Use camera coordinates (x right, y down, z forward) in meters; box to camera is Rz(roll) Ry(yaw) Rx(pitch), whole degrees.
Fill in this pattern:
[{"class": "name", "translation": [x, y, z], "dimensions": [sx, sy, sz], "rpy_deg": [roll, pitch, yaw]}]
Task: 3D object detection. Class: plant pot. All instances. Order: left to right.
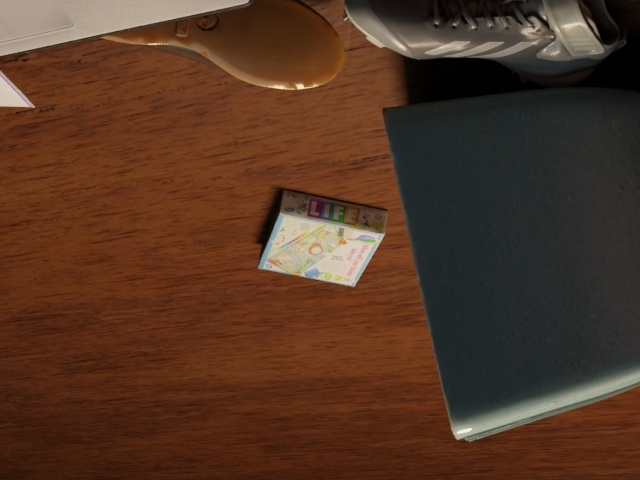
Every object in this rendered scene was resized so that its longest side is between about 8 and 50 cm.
[{"class": "plant pot", "translation": [0.204, 0.007, 1.354], "dimensions": [0.252, 0.247, 0.247], "rpy_deg": [-13, 172, 7]}]

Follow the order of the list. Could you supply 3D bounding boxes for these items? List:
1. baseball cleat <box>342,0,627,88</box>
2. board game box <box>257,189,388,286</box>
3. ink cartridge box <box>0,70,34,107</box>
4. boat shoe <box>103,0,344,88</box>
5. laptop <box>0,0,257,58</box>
[{"class": "baseball cleat", "translation": [0.123, -0.166, 1.244], "dimensions": [0.206, 0.072, 0.109], "rpy_deg": [9, 154, -27]}, {"class": "board game box", "translation": [0.000, 0.000, 1.733], "dimensions": [0.103, 0.026, 0.154], "rpy_deg": [12, 158, -6]}, {"class": "ink cartridge box", "translation": [-0.366, -0.170, 1.435], "dimensions": [0.208, 0.045, 0.206], "rpy_deg": [1, 157, 21]}, {"class": "boat shoe", "translation": [-0.083, -0.168, 1.314], "dimensions": [0.207, 0.073, 0.073], "rpy_deg": [16, -165, -9]}, {"class": "laptop", "translation": [-0.323, -0.199, 1.072], "dimensions": [0.382, 0.236, 0.408], "rpy_deg": [-6, 134, 34]}]
